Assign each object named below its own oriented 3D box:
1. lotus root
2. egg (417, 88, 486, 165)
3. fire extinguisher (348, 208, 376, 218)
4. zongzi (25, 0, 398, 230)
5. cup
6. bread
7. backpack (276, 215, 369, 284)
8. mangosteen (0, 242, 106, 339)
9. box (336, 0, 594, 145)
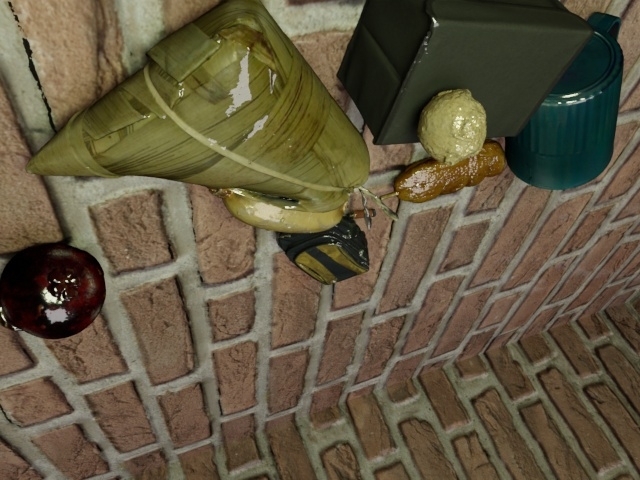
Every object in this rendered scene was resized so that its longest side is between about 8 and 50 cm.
[{"bbox_3d":[-0.089,-0.103,1.184,0.343,0.151,0.169,5,118,-33],"label":"lotus root"},{"bbox_3d":[0.216,-0.183,0.921,0.118,0.116,0.140,-49,175,-1],"label":"egg"},{"bbox_3d":[0.106,-0.070,1.476,0.083,0.022,0.028,-6,161,-28],"label":"fire extinguisher"},{"bbox_3d":[-0.167,-0.130,1.025,0.467,0.218,0.500,-26,139,21],"label":"zongzi"},{"bbox_3d":[0.551,-0.304,1.244,0.308,0.242,0.292,-26,145,6],"label":"cup"},{"bbox_3d":[0.301,-0.168,1.417,0.344,0.084,0.124,-19,129,-9],"label":"bread"},{"bbox_3d":[0.000,0.000,1.414,0.206,0.133,0.258,-26,143,25],"label":"backpack"},{"bbox_3d":[-0.535,0.101,1.138,0.210,0.209,0.209,-18,147,-12],"label":"mangosteen"},{"bbox_3d":[0.242,-0.334,1.021,0.345,0.204,0.251,-7,144,-27],"label":"box"}]
